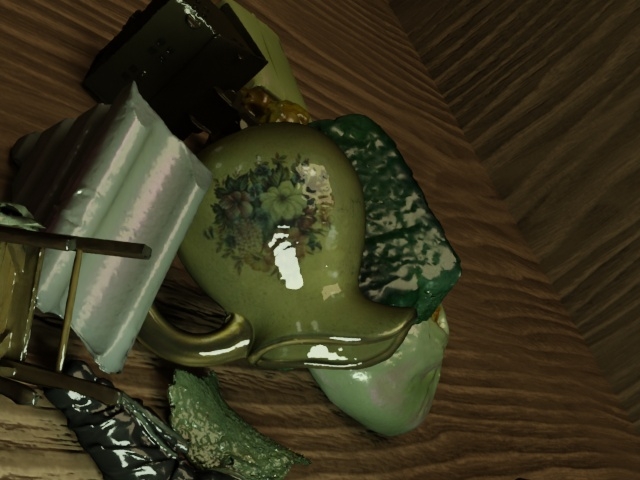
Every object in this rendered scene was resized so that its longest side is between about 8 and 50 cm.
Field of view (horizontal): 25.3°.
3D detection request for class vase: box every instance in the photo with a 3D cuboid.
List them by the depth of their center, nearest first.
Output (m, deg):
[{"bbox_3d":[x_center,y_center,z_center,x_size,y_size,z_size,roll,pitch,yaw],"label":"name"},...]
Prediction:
[{"bbox_3d":[-0.082,0.038,1.728,0.241,0.329,0.302,105,-36,-74],"label":"vase"}]

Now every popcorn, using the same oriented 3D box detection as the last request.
[{"bbox_3d":[-0.094,-0.141,2.197,0.156,0.197,0.197,17,39,-37],"label":"popcorn"}]

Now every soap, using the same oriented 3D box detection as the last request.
[{"bbox_3d":[-0.283,0.003,1.603,0.159,0.258,0.302,45,54,-29],"label":"soap"}]

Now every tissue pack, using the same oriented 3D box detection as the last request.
[{"bbox_3d":[-0.126,-0.276,2.421,0.159,0.125,0.234,35,26,-46],"label":"tissue pack"}]

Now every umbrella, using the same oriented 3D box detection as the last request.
[{"bbox_3d":[-0.147,0.260,1.470,0.357,0.106,0.113,50,34,-10],"label":"umbrella"}]

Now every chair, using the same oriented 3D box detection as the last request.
[{"bbox_3d":[-0.338,0.041,1.355,0.160,0.319,0.186,11,91,-62],"label":"chair"}]

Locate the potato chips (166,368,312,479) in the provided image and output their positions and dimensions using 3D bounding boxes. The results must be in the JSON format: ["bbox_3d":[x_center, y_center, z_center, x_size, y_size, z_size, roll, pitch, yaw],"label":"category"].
[{"bbox_3d":[-0.098,0.229,1.719,0.167,0.059,0.228,51,16,20],"label":"potato chips"}]

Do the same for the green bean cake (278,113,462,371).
[{"bbox_3d":[0.000,0.000,1.990,0.300,0.169,0.307,-16,67,-24],"label":"green bean cake"}]

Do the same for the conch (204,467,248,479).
[{"bbox_3d":[-0.111,0.285,1.596,0.076,0.056,0.085,36,22,-14],"label":"conch"}]

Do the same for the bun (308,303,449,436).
[{"bbox_3d":[0.097,0.140,2.150,0.293,0.187,0.293,44,23,-24],"label":"bun"}]

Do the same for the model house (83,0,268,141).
[{"bbox_3d":[-0.181,-0.238,2.077,0.243,0.211,0.204,43,23,-18],"label":"model house"}]

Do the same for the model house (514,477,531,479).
[{"bbox_3d":[0.259,0.458,1.977,0.141,0.203,0.164,-1,25,-23],"label":"model house"}]
